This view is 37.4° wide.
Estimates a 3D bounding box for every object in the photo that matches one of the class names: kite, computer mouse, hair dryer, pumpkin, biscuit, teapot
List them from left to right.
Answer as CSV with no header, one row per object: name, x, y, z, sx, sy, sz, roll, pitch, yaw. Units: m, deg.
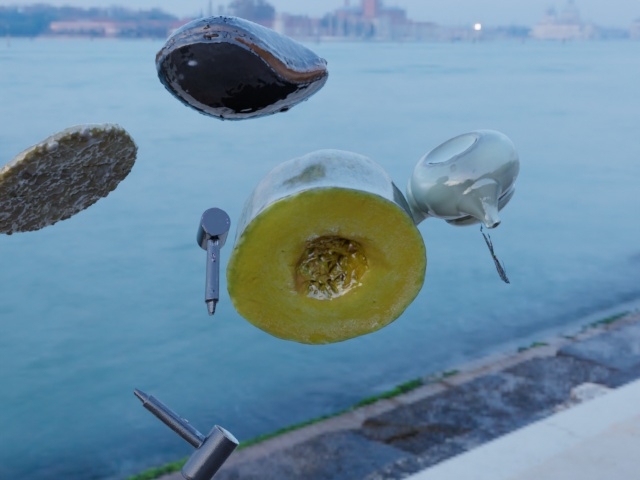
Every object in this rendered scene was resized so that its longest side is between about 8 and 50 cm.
biscuit,-0.326,-0.076,1.180,0.220,0.033,0.220,-31,-15,-9
hair dryer,-0.313,0.415,2.048,0.255,0.128,0.070,35,-4,7
hair dryer,-0.243,0.059,2.157,0.071,0.248,0.114,2,-23,-13
computer mouse,-0.116,-0.250,1.473,0.183,0.116,0.323,-22,-16,33
pumpkin,0.000,0.000,1.614,0.332,0.332,0.199,-2,35,-9
teapot,0.224,-0.090,1.756,0.318,0.149,0.220,-15,23,40
kite,0.381,0.039,2.075,0.010,0.160,0.183,-22,46,3
